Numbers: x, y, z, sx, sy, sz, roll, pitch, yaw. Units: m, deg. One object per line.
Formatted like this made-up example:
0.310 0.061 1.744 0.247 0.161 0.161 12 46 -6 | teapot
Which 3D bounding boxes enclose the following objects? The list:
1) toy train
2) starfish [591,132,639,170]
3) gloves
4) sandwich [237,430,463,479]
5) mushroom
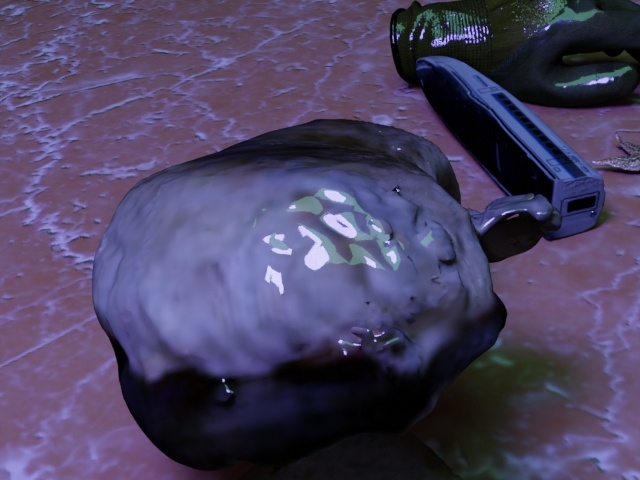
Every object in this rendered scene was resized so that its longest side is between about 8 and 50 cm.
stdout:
0.141 -0.093 0.822 0.048 0.055 0.252 -16 38 -11 | toy train
0.258 -0.062 0.800 0.086 0.016 0.092 -18 38 -12 | starfish
0.196 -0.181 0.916 0.268 0.107 0.135 2 66 10 | gloves
0.025 0.204 0.383 0.249 0.095 0.273 -33 42 -31 | sandwich
-0.001 -0.002 0.550 0.248 0.130 0.344 -19 9 16 | mushroom
